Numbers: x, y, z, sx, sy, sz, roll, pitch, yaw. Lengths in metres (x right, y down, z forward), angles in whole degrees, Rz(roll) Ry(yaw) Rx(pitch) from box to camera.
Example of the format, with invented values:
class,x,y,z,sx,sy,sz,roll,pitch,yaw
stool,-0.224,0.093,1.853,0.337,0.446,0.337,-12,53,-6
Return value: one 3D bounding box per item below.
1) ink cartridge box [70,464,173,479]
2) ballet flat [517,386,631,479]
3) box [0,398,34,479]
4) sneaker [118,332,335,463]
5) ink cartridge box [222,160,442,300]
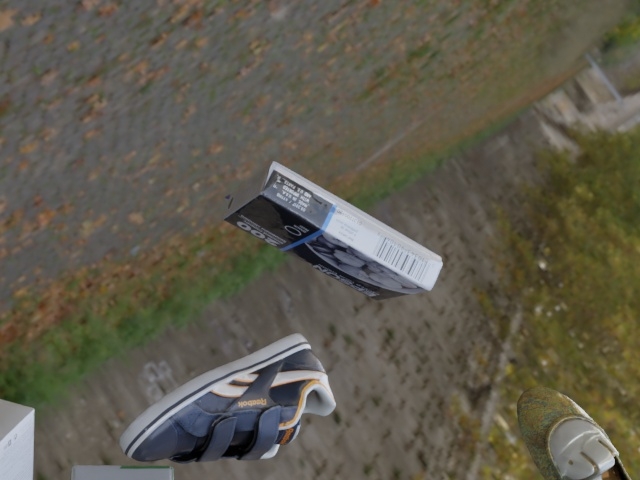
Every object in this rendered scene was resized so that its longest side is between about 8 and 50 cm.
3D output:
class,x,y,z,sx,sy,sz,roll,pitch,yaw
ink cartridge box,-0.312,0.429,1.622,0.153,0.087,0.208,2,142,-14
ballet flat,0.407,0.360,1.524,0.123,0.348,0.123,-25,167,-6
box,-0.689,0.481,2.029,0.168,0.215,0.345,-53,154,-64
sneaker,-0.110,0.237,1.422,0.321,0.127,0.126,-23,158,-37
ink cartridge box,0.000,0.000,1.141,0.045,0.206,0.208,-64,-167,-14
